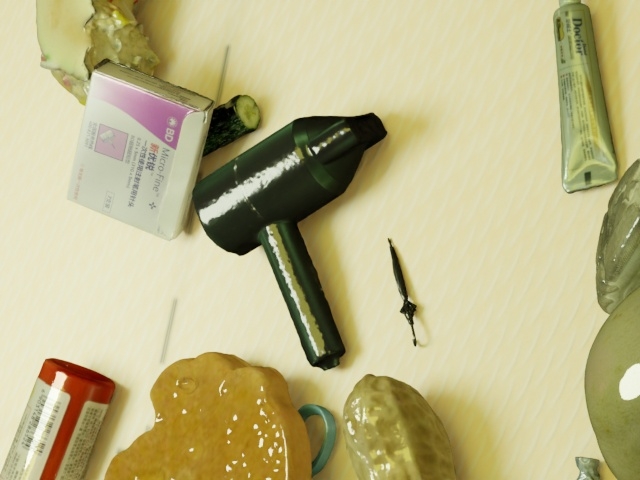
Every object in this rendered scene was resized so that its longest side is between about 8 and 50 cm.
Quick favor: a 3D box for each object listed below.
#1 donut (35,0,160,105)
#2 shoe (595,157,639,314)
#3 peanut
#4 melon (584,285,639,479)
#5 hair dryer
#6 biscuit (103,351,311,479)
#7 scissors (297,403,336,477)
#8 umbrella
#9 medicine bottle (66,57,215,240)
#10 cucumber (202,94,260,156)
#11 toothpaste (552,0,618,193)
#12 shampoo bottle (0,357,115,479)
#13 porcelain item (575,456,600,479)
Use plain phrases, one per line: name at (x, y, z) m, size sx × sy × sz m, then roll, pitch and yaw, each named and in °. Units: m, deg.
donut at (-0.246, -0.371, 2.183) m, size 0.371 × 0.150 × 0.307 m, roll -47°, pitch 55°, yaw 15°
shoe at (0.413, -0.024, 1.583) m, size 0.132 × 0.210 × 0.342 m, roll -75°, pitch 6°, yaw -46°
peanut at (0.101, 0.280, 1.740) m, size 0.120 × 0.136 × 0.298 m, roll -24°, pitch 60°, yaw 7°
melon at (0.413, 0.133, 1.464) m, size 0.330 × 0.268 × 0.269 m, roll -17°, pitch 67°, yaw 19°
hair dryer at (0.000, 0.000, 1.934) m, size 0.244 × 0.116 × 0.302 m, roll -31°, pitch 72°, yaw 27°
biscuit at (-0.136, 0.296, 1.945) m, size 0.351 × 0.057 × 0.312 m, roll 15°, pitch 88°, yaw 47°
scissors at (-0.045, 0.324, 1.905) m, size 0.125 × 0.030 × 0.256 m, roll -2°, pitch 75°, yaw 41°
umbrella at (0.098, 0.058, 1.881) m, size 0.022 × 0.022 × 0.149 m, roll -11°, pitch 65°, yaw -5°
medicine bottle at (-0.238, -0.120, 2.087) m, size 0.171 × 0.052 × 0.201 m, roll 23°, pitch 116°, yaw 11°
cucumber at (-0.164, -0.138, 2.113) m, size 0.187 × 0.058 × 0.058 m, roll -27°, pitch 62°, yaw 28°
toothpaste at (0.293, -0.180, 1.792) m, size 0.067 × 0.037 × 0.255 m, roll -12°, pitch 73°, yaw 28°
shampoo bottle at (-0.370, 0.303, 2.109) m, size 0.104 × 0.104 × 0.278 m, roll 21°, pitch 90°, yaw 39°
porcelain item at (0.281, 0.273, 1.674) m, size 0.036 × 0.028 × 0.083 m, roll -3°, pitch 77°, yaw 34°
